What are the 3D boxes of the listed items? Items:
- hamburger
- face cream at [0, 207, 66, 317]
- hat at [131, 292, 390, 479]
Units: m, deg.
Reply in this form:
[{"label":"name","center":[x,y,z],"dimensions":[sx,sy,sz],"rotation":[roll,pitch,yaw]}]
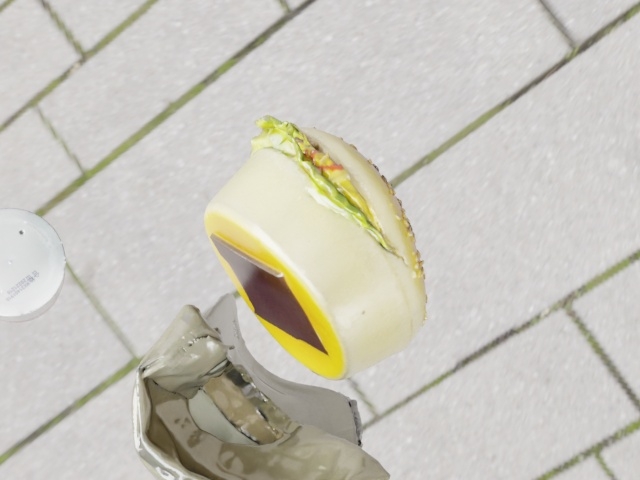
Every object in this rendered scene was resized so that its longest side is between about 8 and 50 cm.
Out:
[{"label":"hamburger","center":[0.000,0.000,0.736],"dimensions":[0.081,0.126,0.141],"rotation":[-39,108,-18]},{"label":"face cream","center":[-0.289,0.028,1.373],"dimensions":[0.095,0.214,0.096],"rotation":[1,85,-10]},{"label":"hat","center":[-0.040,0.104,0.831],"dimensions":[0.147,0.175,0.085],"rotation":[41,95,-3]}]
